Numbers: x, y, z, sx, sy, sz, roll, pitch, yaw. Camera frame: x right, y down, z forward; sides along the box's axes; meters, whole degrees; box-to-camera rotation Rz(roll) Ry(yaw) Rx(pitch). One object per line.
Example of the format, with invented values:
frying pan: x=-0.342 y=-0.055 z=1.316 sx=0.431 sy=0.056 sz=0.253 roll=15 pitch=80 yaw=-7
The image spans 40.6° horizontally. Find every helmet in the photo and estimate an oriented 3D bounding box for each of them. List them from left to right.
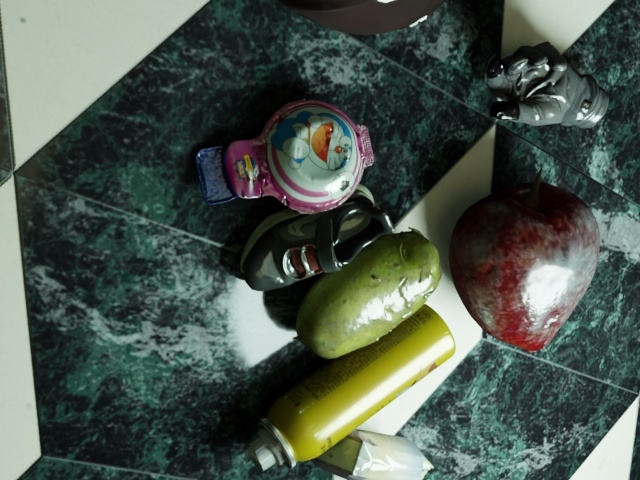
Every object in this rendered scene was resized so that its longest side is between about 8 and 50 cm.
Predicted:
helmet: x=0.055 y=-0.346 z=1.062 sx=0.305 sy=0.225 sz=0.177 roll=7 pitch=127 yaw=-36

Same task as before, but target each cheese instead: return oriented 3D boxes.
cheese: x=-0.043 y=-0.106 z=1.149 sx=0.244 sy=0.062 sz=0.155 roll=-12 pitch=92 yaw=-17

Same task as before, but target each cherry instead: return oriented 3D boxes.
cherry: x=0.315 y=0.037 z=1.346 sx=0.230 sy=0.203 sz=0.300 roll=-19 pitch=115 yaw=-31

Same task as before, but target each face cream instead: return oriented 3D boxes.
face cream: x=0.041 y=0.224 z=1.289 sx=0.348 sy=0.105 sz=0.105 roll=-32 pitch=119 yaw=-21

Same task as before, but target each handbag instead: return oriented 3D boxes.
handbag: x=0.080 y=0.343 z=1.343 sx=0.173 sy=0.117 sz=0.095 roll=23 pitch=81 yaw=-37

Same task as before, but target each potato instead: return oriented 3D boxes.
potato: x=0.066 y=0.077 z=1.257 sx=0.251 sy=0.113 sz=0.149 roll=-32 pitch=133 yaw=-6

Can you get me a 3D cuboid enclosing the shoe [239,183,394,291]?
shoe: x=0.000 y=0.000 z=1.189 sx=0.227 sy=0.112 sz=0.099 roll=-34 pitch=121 yaw=-22

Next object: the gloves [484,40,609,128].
gloves: x=0.342 y=-0.233 z=1.338 sx=0.285 sy=0.119 sz=0.142 roll=14 pitch=97 yaw=-50
